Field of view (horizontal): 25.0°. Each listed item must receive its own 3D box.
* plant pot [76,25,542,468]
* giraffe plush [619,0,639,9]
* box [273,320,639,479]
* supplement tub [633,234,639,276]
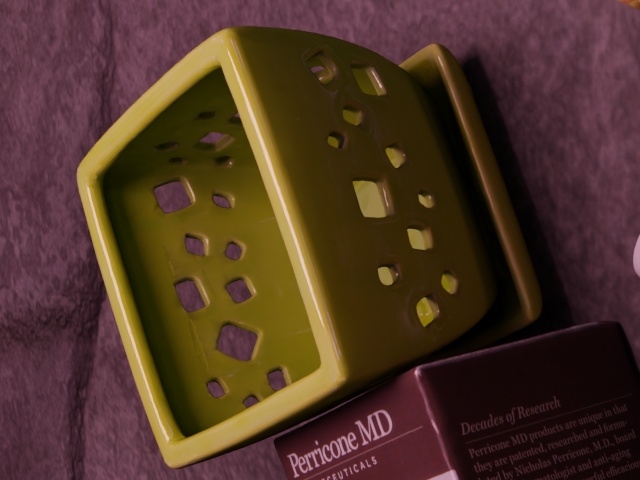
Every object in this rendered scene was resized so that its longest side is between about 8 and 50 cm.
[{"bbox_3d":[0.000,0.000,0.947,0.228,0.207,0.227,-33,72,52],"label":"plant pot"},{"bbox_3d":[0.234,-0.158,0.644,0.181,0.210,0.170,32,108,21],"label":"giraffe plush"},{"bbox_3d":[0.106,0.179,0.882,0.168,0.167,0.203,-35,70,51],"label":"box"},{"bbox_3d":[0.227,0.023,0.765,0.107,0.071,0.071,43,130,39],"label":"supplement tub"}]
